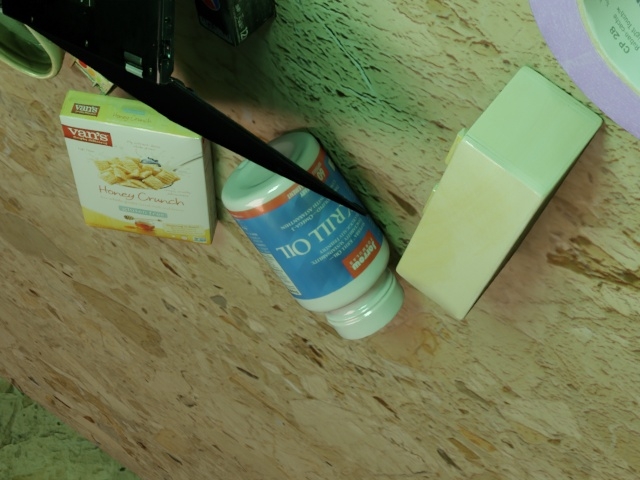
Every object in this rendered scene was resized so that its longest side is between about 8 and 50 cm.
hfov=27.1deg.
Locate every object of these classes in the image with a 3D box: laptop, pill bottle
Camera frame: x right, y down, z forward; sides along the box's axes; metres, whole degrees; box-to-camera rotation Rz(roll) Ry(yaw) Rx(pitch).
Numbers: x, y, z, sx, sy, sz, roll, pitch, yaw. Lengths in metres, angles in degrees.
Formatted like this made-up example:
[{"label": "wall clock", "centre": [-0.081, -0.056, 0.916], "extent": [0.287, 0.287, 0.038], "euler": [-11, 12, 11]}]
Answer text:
[{"label": "laptop", "centre": [-0.143, -0.252, 1.259], "extent": [0.382, 0.236, 0.408], "euler": [28, 121, 49]}, {"label": "pill bottle", "centre": [0.000, 0.000, 1.461], "extent": [0.124, 0.124, 0.221], "euler": [2, 135, 53]}]

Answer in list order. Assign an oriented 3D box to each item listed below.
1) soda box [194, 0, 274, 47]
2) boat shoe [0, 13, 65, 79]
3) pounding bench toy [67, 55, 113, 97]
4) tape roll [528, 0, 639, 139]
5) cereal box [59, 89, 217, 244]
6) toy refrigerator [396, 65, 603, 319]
[{"label": "soda box", "centre": [-0.089, -0.265, 1.235], "extent": [0.053, 0.060, 0.169], "euler": [34, 154, 25]}, {"label": "boat shoe", "centre": [-0.407, -0.302, 1.441], "extent": [0.121, 0.110, 0.341], "euler": [-30, 132, 35]}, {"label": "pounding bench toy", "centre": [-0.263, -0.209, 1.572], "extent": [0.065, 0.052, 0.083], "euler": [44, 154, -7]}, {"label": "tape roll", "centre": [0.271, -0.167, 0.866], "extent": [0.274, 0.090, 0.275], "euler": [32, 153, 19]}, {"label": "cereal box", "centre": [-0.220, -0.085, 1.641], "extent": [0.173, 0.047, 0.240], "euler": [9, 149, 5]}, {"label": "toy refrigerator", "centre": [0.153, -0.038, 1.217], "extent": [0.094, 0.102, 0.269], "euler": [37, 155, 8]}]
